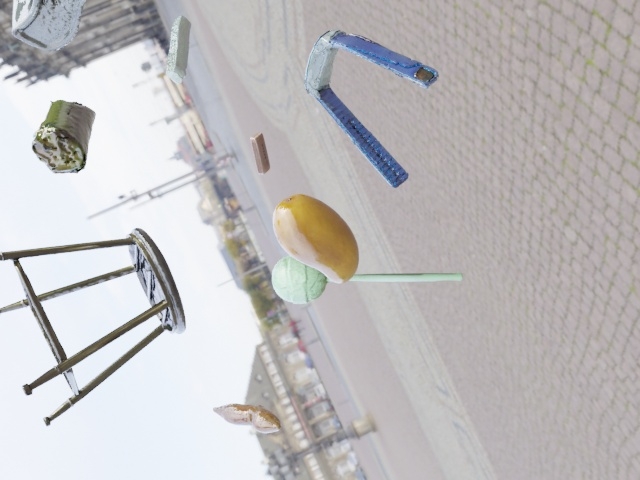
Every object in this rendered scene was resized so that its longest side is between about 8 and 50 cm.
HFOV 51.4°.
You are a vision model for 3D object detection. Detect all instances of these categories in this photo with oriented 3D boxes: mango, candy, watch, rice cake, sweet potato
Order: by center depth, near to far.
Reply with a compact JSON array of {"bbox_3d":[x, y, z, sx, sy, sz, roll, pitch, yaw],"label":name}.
[{"bbox_3d":[0.000,0.000,1.078,0.184,0.102,0.085,44,-177,-23],"label":"mango"},{"bbox_3d":[-0.271,-0.370,1.289,0.042,0.030,0.180,43,-148,-43],"label":"rice cake"},{"bbox_3d":[0.090,-0.281,1.382,0.274,0.068,0.276,30,137,16],"label":"watch"},{"bbox_3d":[-0.163,0.397,1.506,0.218,0.065,0.051,0,97,42],"label":"sweet potato"},{"bbox_3d":[0.107,0.085,1.535,0.119,0.439,0.119,-1,-90,-87],"label":"candy"}]

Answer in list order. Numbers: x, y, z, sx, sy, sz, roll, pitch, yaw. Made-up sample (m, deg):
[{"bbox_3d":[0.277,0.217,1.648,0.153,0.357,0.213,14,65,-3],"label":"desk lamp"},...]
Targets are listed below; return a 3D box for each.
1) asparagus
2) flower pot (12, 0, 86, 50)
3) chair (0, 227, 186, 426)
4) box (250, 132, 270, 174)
[{"bbox_3d":[-0.596,-0.267,1.572,0.128,0.108,0.382,50,-170,-31],"label":"asparagus"},{"bbox_3d":[-0.475,-0.458,1.207,0.103,0.229,0.108,14,-126,-39],"label":"flower pot"},{"bbox_3d":[-0.582,0.174,1.670,0.362,0.410,0.365,57,155,16],"label":"chair"},{"bbox_3d":[-0.171,-0.248,1.898,0.048,0.025,0.115,-56,-39,-54],"label":"box"}]
